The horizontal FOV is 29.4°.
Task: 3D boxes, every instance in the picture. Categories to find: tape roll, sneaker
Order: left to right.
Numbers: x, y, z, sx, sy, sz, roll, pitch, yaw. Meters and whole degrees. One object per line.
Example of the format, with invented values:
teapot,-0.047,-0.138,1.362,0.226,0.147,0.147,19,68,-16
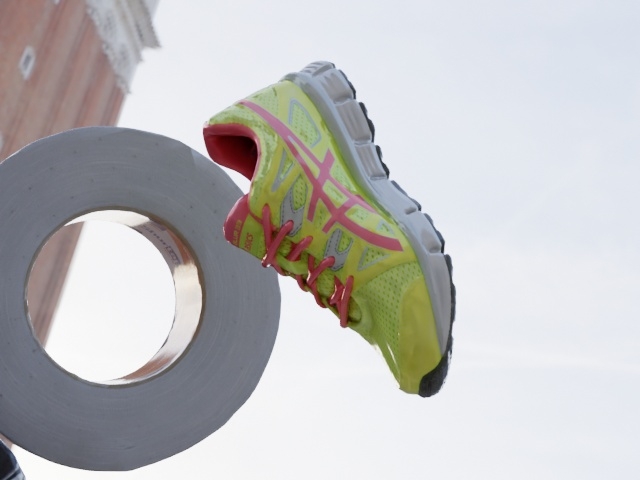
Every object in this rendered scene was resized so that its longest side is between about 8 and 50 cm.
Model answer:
tape roll,-0.139,0.038,0.794,0.219,0.219,0.072,24,-12,-17
sneaker,0.000,0.000,0.638,0.094,0.208,0.081,-17,-35,-18

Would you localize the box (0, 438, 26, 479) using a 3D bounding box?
box,-0.327,0.197,0.606,0.212,0.293,0.395,47,-31,17
